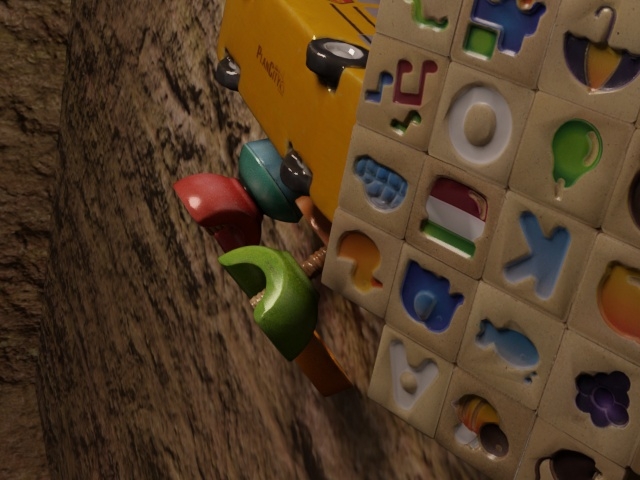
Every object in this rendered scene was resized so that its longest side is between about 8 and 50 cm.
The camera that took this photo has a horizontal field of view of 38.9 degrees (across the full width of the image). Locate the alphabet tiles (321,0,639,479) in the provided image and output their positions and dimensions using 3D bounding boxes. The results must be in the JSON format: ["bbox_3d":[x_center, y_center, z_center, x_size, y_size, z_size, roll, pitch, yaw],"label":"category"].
[{"bbox_3d":[0.126,-0.017,0.485,0.285,0.011,0.343,29,118,34],"label":"alphabet tiles"}]

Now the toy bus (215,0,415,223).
[{"bbox_3d":[0.019,-0.122,0.707,0.333,0.130,0.108,-123,39,-49],"label":"toy bus"}]

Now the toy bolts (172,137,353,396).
[{"bbox_3d":[0.000,0.000,0.807,0.228,0.158,0.218,53,178,39],"label":"toy bolts"}]
